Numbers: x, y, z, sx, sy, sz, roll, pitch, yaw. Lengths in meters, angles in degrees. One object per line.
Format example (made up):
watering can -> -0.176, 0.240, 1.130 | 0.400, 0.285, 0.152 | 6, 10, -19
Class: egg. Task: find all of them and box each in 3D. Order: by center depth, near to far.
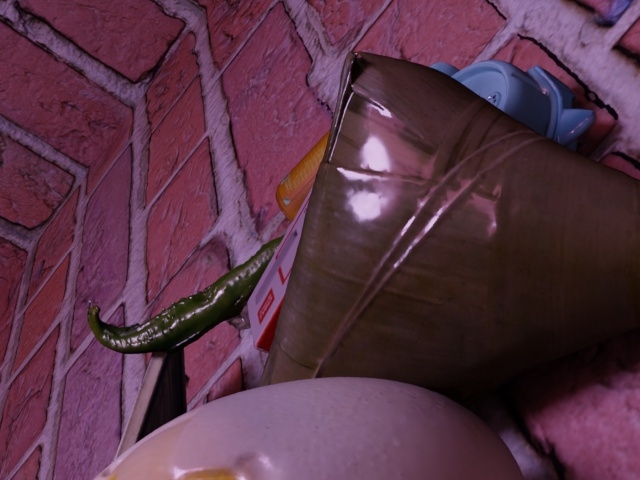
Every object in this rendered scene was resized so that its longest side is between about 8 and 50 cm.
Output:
egg -> -0.013, 0.234, 0.661 | 0.345, 0.283, 0.283 | -29, 20, -12

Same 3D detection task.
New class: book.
book -> -0.195, 0.259, 1.132 | 0.322, 0.018, 0.228 | -80, -5, -52

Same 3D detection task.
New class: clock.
clock -> 0.148, -0.080, 0.987 | 0.223, 0.094, 0.274 | -63, 23, -11

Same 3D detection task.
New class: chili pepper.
chili pepper -> -0.086, 0.037, 1.114 | 0.359, 0.085, 0.076 | -27, 39, -4

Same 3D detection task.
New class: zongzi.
zongzi -> 0.111, 0.113, 0.797 | 0.418, 0.181, 0.447 | 29, 111, 35

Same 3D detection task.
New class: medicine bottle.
medicine bottle -> 0.038, -0.095, 1.221 | 0.192, 0.096, 0.096 | -46, 26, 25

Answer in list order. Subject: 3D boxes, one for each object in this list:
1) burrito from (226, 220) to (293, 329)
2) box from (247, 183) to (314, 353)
burrito -> -0.054, 0.045, 1.248 | 0.226, 0.087, 0.060 | -38, 21, 45
box -> 0.001, 0.000, 1.013 | 0.229, 0.050, 0.123 | -60, 16, 13
